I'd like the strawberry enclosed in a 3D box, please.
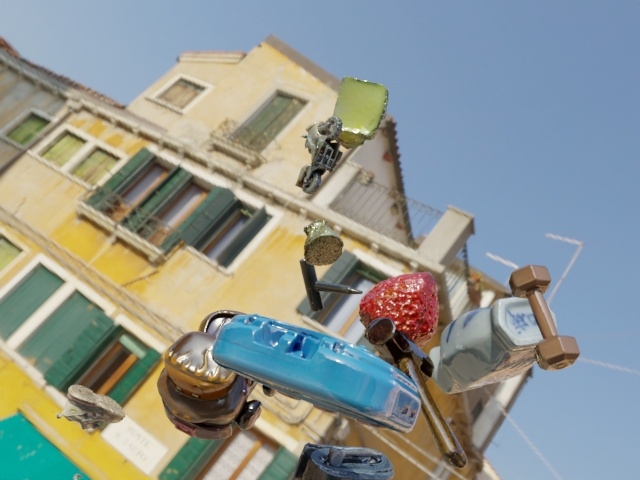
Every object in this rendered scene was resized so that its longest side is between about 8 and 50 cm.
[{"bbox_3d":[0.261,0.215,2.061,0.257,0.277,0.257,42,6,-6],"label":"strawberry"}]

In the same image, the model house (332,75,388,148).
[{"bbox_3d":[0.130,-0.408,2.218,0.170,0.194,0.211,11,-13,3],"label":"model house"}]

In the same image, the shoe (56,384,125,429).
[{"bbox_3d":[-0.603,0.455,1.736,0.180,0.092,0.089,38,-4,-39],"label":"shoe"}]

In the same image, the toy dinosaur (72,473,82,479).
[{"bbox_3d":[-0.467,0.644,1.381,0.147,0.076,0.363,25,-52,25],"label":"toy dinosaur"}]

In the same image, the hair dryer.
[{"bbox_3d":[0.035,0.130,2.045,0.194,0.050,0.173,-8,-76,30],"label":"hair dryer"}]

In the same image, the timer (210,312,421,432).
[{"bbox_3d":[-0.002,0.230,1.141,0.340,0.115,0.309,12,-16,29],"label":"timer"}]

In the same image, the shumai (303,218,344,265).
[{"bbox_3d":[-0.001,0.000,1.643,0.124,0.099,0.087,101,-23,-48],"label":"shumai"}]

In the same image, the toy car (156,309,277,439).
[{"bbox_3d":[-0.244,0.294,1.592,0.271,0.341,0.240,20,-45,16],"label":"toy car"}]

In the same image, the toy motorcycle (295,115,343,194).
[{"bbox_3d":[-0.010,-0.245,1.861,0.094,0.229,0.130,17,6,-41],"label":"toy motorcycle"}]

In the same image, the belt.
[{"bbox_3d":[0.063,0.501,1.421,0.218,0.128,0.122,15,12,-33],"label":"belt"}]

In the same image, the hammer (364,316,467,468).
[{"bbox_3d":[0.253,0.394,1.664,0.242,0.095,0.409,46,13,-38],"label":"hammer"}]

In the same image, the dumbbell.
[{"bbox_3d":[0.475,0.163,1.408,0.092,0.082,0.231,77,2,-57],"label":"dumbbell"}]

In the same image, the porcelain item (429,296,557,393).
[{"bbox_3d":[0.460,0.291,1.796,0.405,0.242,0.178,122,-42,-58],"label":"porcelain item"}]
